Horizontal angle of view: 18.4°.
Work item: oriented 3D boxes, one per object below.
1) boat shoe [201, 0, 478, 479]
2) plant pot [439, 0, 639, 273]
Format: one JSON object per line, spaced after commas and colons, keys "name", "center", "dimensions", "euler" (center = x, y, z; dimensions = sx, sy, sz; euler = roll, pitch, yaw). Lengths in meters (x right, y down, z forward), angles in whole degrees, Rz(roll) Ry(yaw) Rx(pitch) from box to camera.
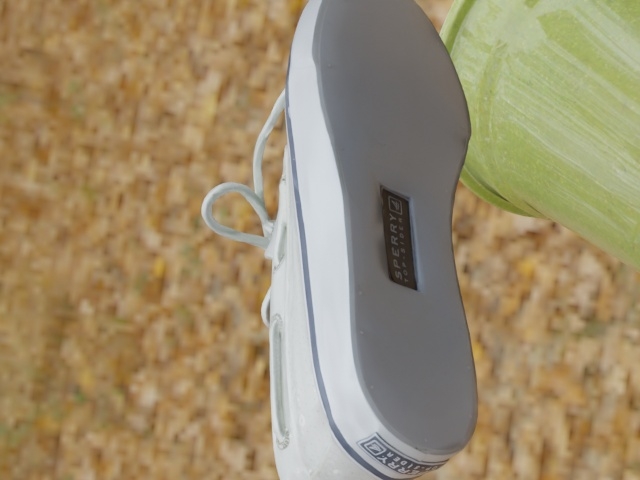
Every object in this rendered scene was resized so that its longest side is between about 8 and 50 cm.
{"name": "boat shoe", "center": [0.007, 0.004, 1.222], "dimensions": [0.156, 0.136, 0.367], "euler": [-37, 45, 39]}
{"name": "plant pot", "center": [0.256, -0.085, 1.445], "dimensions": [0.254, 0.276, 0.276], "euler": [51, 129, 54]}
